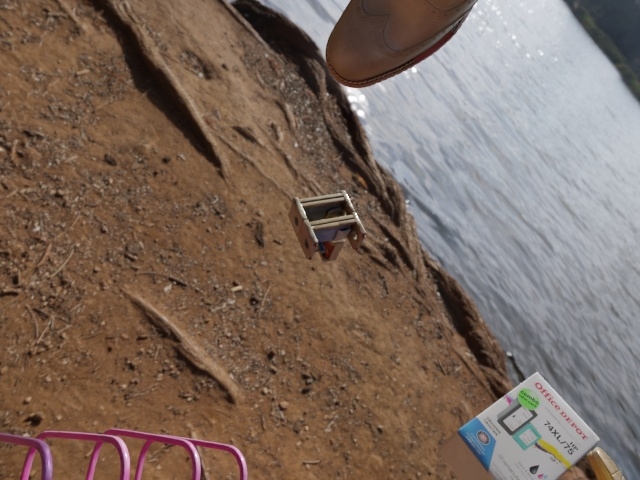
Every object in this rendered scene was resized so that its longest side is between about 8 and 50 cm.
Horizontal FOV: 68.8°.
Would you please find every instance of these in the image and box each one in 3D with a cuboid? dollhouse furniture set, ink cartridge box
[{"bbox_3d":[0.000,0.000,1.076,0.129,0.184,0.129,-10,59,-23],"label":"dollhouse furniture set"},{"bbox_3d":[0.469,0.497,1.131,0.270,0.197,0.198,-26,58,-21],"label":"ink cartridge box"}]

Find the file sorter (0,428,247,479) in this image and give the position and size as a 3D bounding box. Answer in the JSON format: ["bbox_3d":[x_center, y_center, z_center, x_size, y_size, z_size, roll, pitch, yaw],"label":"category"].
[{"bbox_3d":[-0.235,0.269,0.418,0.290,0.202,0.182,29,59,-48],"label":"file sorter"}]

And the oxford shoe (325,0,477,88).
[{"bbox_3d":[0.149,-0.339,0.547,0.140,0.397,0.146,52,22,2],"label":"oxford shoe"}]

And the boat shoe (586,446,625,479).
[{"bbox_3d":[0.439,0.402,0.695,0.063,0.059,0.170,14,49,-49],"label":"boat shoe"}]
